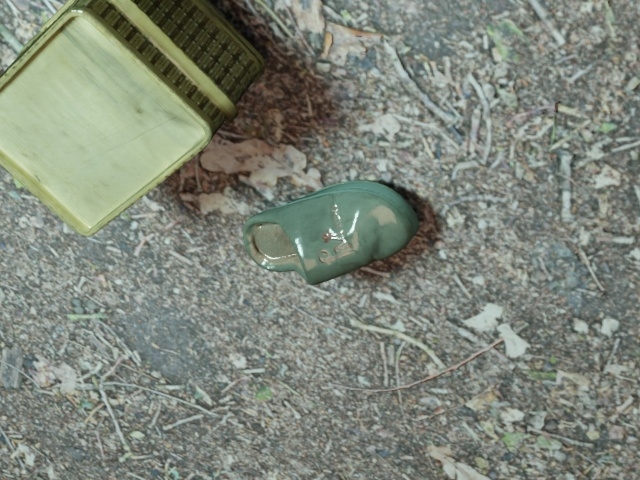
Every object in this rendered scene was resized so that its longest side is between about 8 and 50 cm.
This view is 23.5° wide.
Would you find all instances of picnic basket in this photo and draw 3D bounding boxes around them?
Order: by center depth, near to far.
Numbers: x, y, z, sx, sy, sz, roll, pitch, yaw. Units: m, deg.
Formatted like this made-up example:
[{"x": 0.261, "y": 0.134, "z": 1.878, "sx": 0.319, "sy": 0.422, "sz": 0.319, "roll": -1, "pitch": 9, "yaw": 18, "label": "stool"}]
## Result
[{"x": -0.240, "y": -0.182, "z": 1.839, "sx": 0.228, "sy": 0.175, "sz": 0.313, "roll": 44, "pitch": 135, "yaw": -14, "label": "picnic basket"}]

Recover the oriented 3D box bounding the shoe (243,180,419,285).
[{"x": 0.000, "y": 0.000, "z": 1.923, "sx": 0.251, "sy": 0.100, "sz": 0.103, "roll": -11, "pitch": 121, "yaw": 34, "label": "shoe"}]
